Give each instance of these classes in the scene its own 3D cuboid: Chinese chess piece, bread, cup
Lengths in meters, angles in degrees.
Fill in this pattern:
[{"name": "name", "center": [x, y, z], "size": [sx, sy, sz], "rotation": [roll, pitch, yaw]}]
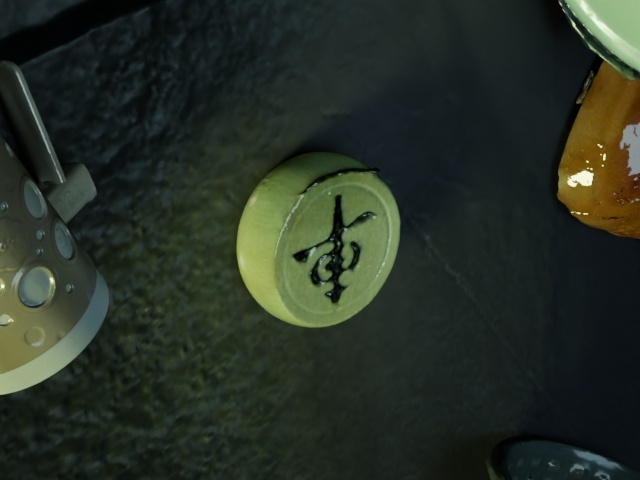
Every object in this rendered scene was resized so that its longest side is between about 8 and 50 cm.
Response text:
[{"name": "Chinese chess piece", "center": [0.000, 0.000, 0.814], "size": [0.084, 0.034, 0.084], "rotation": [-17, 118, -35]}, {"name": "bread", "center": [0.194, -0.059, 0.956], "size": [0.126, 0.044, 0.129], "rotation": [20, 89, -45]}, {"name": "cup", "center": [-0.127, -0.008, 0.673], "size": [0.102, 0.074, 0.099], "rotation": [-45, 130, -19]}]

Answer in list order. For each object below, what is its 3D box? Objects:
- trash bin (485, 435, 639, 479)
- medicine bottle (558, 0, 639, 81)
[{"name": "trash bin", "center": [0.138, 0.216, 0.945], "size": [0.175, 0.175, 0.161], "rotation": [12, 111, -43]}, {"name": "medicine bottle", "center": [0.258, -0.219, 0.869], "size": [0.318, 0.158, 0.158], "rotation": [-43, 129, -21]}]
